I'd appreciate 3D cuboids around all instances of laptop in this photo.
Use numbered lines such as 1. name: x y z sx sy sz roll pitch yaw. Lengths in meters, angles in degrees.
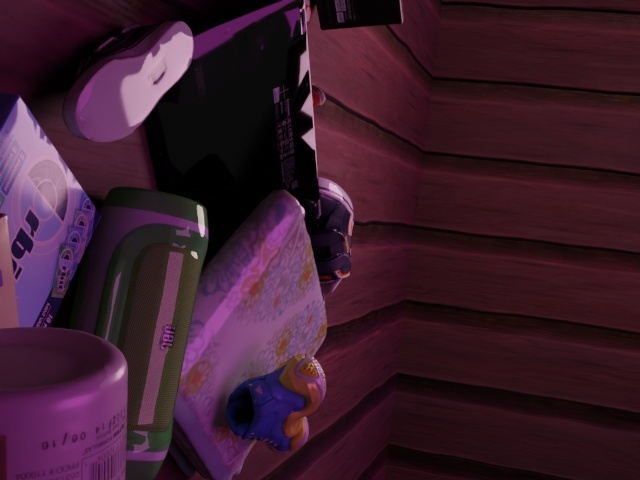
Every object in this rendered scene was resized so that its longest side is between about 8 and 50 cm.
1. laptop: -0.128 -0.188 1.250 0.408 0.236 0.382 -32 134 -33

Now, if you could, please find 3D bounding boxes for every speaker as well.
1. speaker: -0.202 0.098 0.923 0.131 0.131 0.296 35 63 -72

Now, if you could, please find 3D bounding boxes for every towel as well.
1. towel: -0.114 0.150 1.197 0.320 0.090 0.374 -56 157 -26

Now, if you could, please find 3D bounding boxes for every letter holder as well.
1. letter holder: 0.058 -0.556 1.487 0.302 0.152 0.214 76 14 -51

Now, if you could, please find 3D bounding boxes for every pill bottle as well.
1. pill bottle: -0.192 0.182 0.552 0.131 0.131 0.229 -32 127 -70

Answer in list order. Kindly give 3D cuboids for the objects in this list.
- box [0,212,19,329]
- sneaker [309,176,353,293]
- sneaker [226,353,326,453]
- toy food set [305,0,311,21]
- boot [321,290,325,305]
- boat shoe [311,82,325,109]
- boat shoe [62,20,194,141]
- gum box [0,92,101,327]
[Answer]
1. box: -0.310 0.118 0.571 0.213 0.117 0.243 -47 140 -64
2. sneaker: 0.000 0.000 1.579 0.321 0.126 0.127 67 28 -63
3. sneaker: -0.078 0.232 1.165 0.091 0.126 0.240 62 -28 31
4. toy food set: -0.033 -0.406 1.474 0.082 0.020 0.083 77 25 -51
5. boot: -0.060 0.097 1.467 0.236 0.085 0.178 -51 146 -47
6. boat shoe: -0.026 -0.245 1.430 0.137 0.043 0.049 -123 -158 -68
7. boat shoe: -0.208 -0.165 0.881 0.219 0.070 0.078 -57 148 -52
8. gum box: -0.275 -0.012 0.769 0.184 0.041 0.157 74 28 -56
